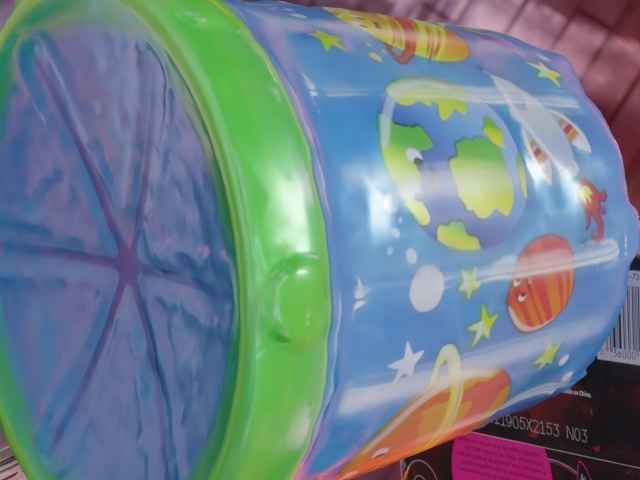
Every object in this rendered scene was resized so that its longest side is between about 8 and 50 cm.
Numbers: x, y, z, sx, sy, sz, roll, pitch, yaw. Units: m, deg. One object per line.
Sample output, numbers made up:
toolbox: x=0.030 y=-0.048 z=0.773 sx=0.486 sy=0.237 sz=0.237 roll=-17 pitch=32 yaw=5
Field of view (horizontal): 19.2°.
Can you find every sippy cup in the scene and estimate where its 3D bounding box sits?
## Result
sippy cup: x=0.000 y=0.000 z=0.788 sx=0.240 sy=0.224 sz=0.305 roll=18 pitch=-69 yaw=52

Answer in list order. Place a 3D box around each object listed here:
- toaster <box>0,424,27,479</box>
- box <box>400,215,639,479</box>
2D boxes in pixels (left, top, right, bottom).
toaster: x=-0.207 y=0.060 z=0.954 sx=0.129 sy=0.146 sz=0.227 roll=-15 pitch=-176 yaw=30
box: x=0.165 y=0.069 z=0.991 sx=0.247 sy=0.142 sz=0.163 roll=5 pitch=-81 yaw=55
